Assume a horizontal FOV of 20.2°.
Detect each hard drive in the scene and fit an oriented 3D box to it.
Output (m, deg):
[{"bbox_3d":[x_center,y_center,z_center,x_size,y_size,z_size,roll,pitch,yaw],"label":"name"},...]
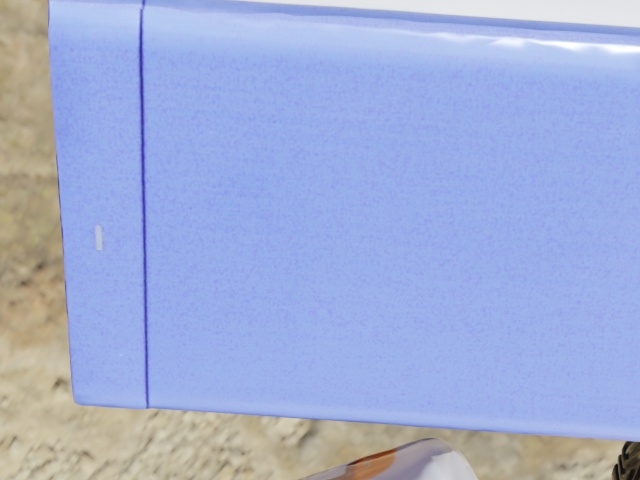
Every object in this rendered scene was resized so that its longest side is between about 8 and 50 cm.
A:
[{"bbox_3d":[0.067,-0.005,0.652,0.319,0.210,0.040,4,47,-1],"label":"hard drive"}]

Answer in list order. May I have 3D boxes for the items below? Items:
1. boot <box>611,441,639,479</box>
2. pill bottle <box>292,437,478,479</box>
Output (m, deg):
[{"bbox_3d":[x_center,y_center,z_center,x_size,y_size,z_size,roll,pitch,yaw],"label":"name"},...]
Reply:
[{"bbox_3d":[0.421,0.158,1.528,0.260,0.348,0.131,8,46,-13],"label":"boot"},{"bbox_3d":[-0.083,0.263,0.928,0.392,0.224,0.224,-19,63,10],"label":"pill bottle"}]
